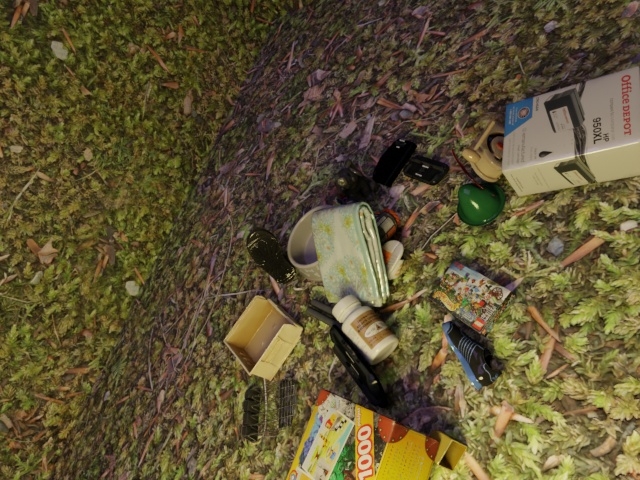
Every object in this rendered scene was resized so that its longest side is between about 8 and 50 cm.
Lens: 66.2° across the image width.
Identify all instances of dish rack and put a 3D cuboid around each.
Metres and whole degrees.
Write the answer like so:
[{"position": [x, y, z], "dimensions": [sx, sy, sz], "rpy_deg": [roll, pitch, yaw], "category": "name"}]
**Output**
[{"position": [-0.188, 0.641, 1.874], "dimensions": [0.271, 0.074, 0.208], "rpy_deg": [-24, 49, 28], "category": "dish rack"}]

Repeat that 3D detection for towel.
[{"position": [0.096, 0.057, 1.819], "dimensions": [0.320, 0.090, 0.375], "rpy_deg": [-7, 96, 54], "category": "towel"}]

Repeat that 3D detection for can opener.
[{"position": [0.044, 0.291, 1.873], "dimensions": [0.283, 0.095, 0.076], "rpy_deg": [21, 77, 43], "category": "can opener"}]

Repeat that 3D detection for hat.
[{"position": [0.506, -0.173, 1.686], "dimensions": [0.173, 0.183, 0.208], "rpy_deg": [-49, 40, 5], "category": "hat"}]

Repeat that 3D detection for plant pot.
[{"position": [0.345, 0.584, 1.386], "dimensions": [0.082, 0.081, 0.083], "rpy_deg": [-57, 33, -4], "category": "plant pot"}]

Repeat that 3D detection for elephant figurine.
[{"position": [0.122, -0.256, 2.077], "dimensions": [0.186, 0.239, 0.169], "rpy_deg": [6, 68, 46], "category": "elephant figurine"}]

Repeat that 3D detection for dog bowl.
[{"position": [0.000, 0.000, 2.123], "dimensions": [0.348, 0.102, 0.349], "rpy_deg": [-25, 48, 31], "category": "dog bowl"}]

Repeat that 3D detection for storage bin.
[{"position": [-0.238, 0.399, 2.051], "dimensions": [0.260, 0.123, 0.262], "rpy_deg": [-55, 39, -2], "category": "storage bin"}]

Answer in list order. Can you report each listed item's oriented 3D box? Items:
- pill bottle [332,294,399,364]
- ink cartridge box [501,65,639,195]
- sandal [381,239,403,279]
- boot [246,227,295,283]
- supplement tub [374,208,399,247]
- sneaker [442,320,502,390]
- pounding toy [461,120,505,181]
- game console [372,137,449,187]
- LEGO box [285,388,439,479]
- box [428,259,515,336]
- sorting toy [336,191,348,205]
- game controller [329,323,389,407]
[{"position": [0.148, 0.300, 1.685], "dimensions": [0.131, 0.131, 0.229], "rpy_deg": [-47, 61, 8], "category": "pill bottle"}, {"position": [0.794, -0.328, 1.529], "dimensions": [0.394, 0.166, 0.286], "rpy_deg": [-9, 57, 40], "category": "ink cartridge box"}, {"position": [0.245, 0.118, 1.828], "dimensions": [0.102, 0.076, 0.265], "rpy_deg": [49, 121, 47], "category": "sandal"}, {"position": [-0.256, 0.021, 2.179], "dimensions": [0.131, 0.348, 0.260], "rpy_deg": [-32, 44, -5], "category": "boot"}, {"position": [0.216, -0.034, 1.884], "dimensions": [0.117, 0.117, 0.190], "rpy_deg": [5, 39, 46], "category": "supplement tub"}, {"position": [0.452, 0.327, 1.470], "dimensions": [0.090, 0.081, 0.232], "rpy_deg": [-36, 49, 16], "category": "sneaker"}, {"position": [0.596, -0.309, 1.657], "dimensions": [0.269, 0.154, 0.155], "rpy_deg": [-41, -7, -35], "category": "pounding toy"}, {"position": [0.368, -0.298, 2.024], "dimensions": [0.213, 0.044, 0.361], "rpy_deg": [-56, 39, 0], "category": "game console"}, {"position": [0.073, 0.731, 1.398], "dimensions": [0.372, 0.193, 0.500], "rpy_deg": [-4, 59, 58], "category": "LEGO box"}, {"position": [0.478, 0.180, 1.570], "dimensions": [0.159, 0.044, 0.233], "rpy_deg": [-54, 39, 0], "category": "box"}, {"position": [0.101, -0.191, 2.206], "dimensions": [0.061, 0.042, 0.102], "rpy_deg": [-40, 42, 16], "category": "sorting toy"}, {"position": [0.126, 0.418, 1.654], "dimensions": [0.067, 0.167, 0.319], "rpy_deg": [-23, 37, -17], "category": "game controller"}]
